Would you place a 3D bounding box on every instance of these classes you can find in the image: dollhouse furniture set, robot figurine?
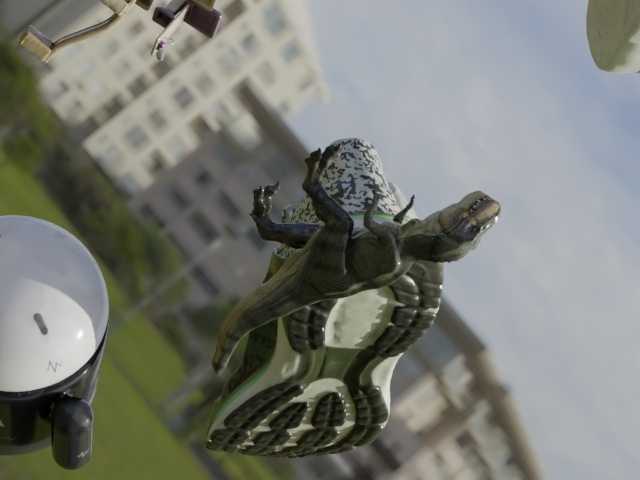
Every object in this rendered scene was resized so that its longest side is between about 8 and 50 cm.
[{"bbox_3d":[-0.147,-0.237,1.946,0.091,0.081,0.114,33,-39,4],"label":"dollhouse furniture set"},{"bbox_3d":[-0.284,0.093,1.807,0.209,0.173,0.278,19,-29,-1],"label":"robot figurine"}]

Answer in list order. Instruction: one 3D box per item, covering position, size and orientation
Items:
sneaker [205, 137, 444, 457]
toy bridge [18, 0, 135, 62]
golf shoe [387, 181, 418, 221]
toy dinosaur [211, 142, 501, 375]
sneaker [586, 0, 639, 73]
[{"bbox_3d":[-0.001,0.060,1.786,0.410,0.158,0.182,121,-29,-49],"label":"sneaker"},{"bbox_3d":[-0.211,-0.244,1.922,0.063,0.188,0.026,37,19,-18],"label":"toy bridge"},{"bbox_3d":[0.061,0.003,1.956,0.176,0.069,0.086,123,-44,-62],"label":"golf shoe"},{"bbox_3d":[0.000,0.000,1.500,0.064,0.268,0.118,-11,76,-64],"label":"toy dinosaur"},{"bbox_3d":[0.367,-0.216,1.563,0.323,0.236,0.130,125,-37,-68],"label":"sneaker"}]
